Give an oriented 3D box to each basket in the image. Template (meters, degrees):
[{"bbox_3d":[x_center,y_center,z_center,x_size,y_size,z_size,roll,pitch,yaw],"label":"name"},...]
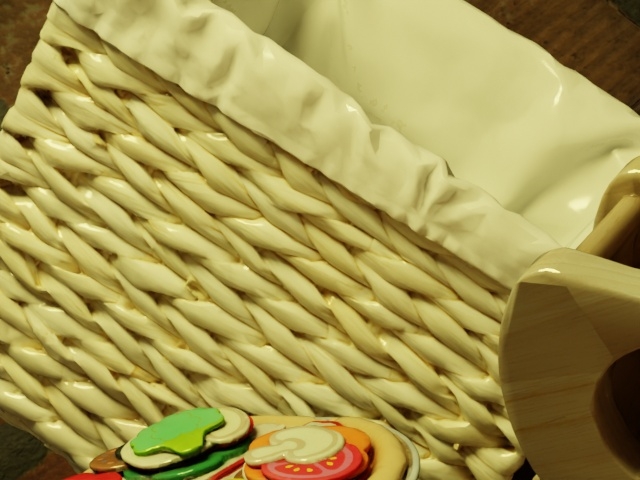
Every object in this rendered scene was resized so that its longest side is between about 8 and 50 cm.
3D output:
[{"bbox_3d":[0.000,0.000,1.019,0.266,0.331,0.328,-57,-6,21],"label":"basket"}]

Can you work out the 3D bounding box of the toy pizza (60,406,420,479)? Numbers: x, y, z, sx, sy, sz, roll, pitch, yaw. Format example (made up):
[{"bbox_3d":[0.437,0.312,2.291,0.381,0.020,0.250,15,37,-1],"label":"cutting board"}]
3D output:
[{"bbox_3d":[-0.057,0.111,0.788,0.201,0.032,0.201,-14,13,3],"label":"toy pizza"}]

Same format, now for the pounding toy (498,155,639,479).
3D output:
[{"bbox_3d":[0.158,0.021,0.509,0.269,0.154,0.155,-38,2,43],"label":"pounding toy"}]

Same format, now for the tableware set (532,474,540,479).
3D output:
[{"bbox_3d":[0.023,0.151,0.738,0.169,0.020,0.141,-11,-39,-25],"label":"tableware set"}]
